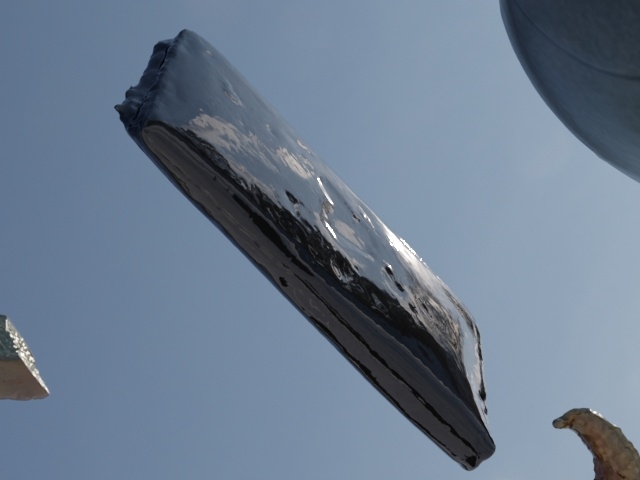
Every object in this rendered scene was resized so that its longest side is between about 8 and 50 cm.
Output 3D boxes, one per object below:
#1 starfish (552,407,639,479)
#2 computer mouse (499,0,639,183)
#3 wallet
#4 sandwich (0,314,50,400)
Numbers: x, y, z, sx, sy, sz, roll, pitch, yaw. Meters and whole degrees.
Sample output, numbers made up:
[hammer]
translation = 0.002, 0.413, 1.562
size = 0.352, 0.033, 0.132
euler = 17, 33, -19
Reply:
[starfish]
translation = 0.214, 0.251, 0.836
size = 0.094, 0.327, 0.375
euler = -51, -8, -39
[computer mouse]
translation = 0.116, -0.069, 0.340
size = 0.090, 0.167, 0.379
euler = -60, -9, -7
[wallet]
translation = 0.000, 0.000, 1.023
size = 0.051, 0.197, 0.377
euler = -36, -67, 20
[sandwich]
translation = -0.468, 0.151, 1.815
size = 0.258, 0.094, 0.096
euler = 8, -48, -41
